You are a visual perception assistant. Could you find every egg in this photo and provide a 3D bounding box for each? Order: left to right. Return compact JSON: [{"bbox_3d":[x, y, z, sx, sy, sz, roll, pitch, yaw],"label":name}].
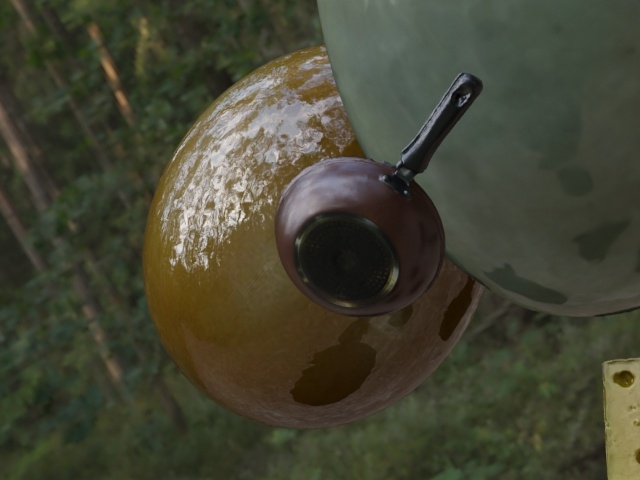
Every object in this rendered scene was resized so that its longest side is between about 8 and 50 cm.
[{"bbox_3d":[0.000,0.000,1.193,0.282,0.282,0.351,-42,-16,-53],"label":"egg"},{"bbox_3d":[0.126,-0.127,0.749,0.258,0.352,0.258,-17,26,9],"label":"egg"}]

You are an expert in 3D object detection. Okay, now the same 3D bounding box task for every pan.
[{"bbox_3d":[0.024,-0.015,0.542,0.115,0.068,0.023,-56,1,30],"label":"pan"}]

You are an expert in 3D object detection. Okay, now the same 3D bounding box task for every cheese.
[{"bbox_3d":[0.320,0.197,1.332,0.093,0.171,0.126,-7,61,19],"label":"cheese"}]
